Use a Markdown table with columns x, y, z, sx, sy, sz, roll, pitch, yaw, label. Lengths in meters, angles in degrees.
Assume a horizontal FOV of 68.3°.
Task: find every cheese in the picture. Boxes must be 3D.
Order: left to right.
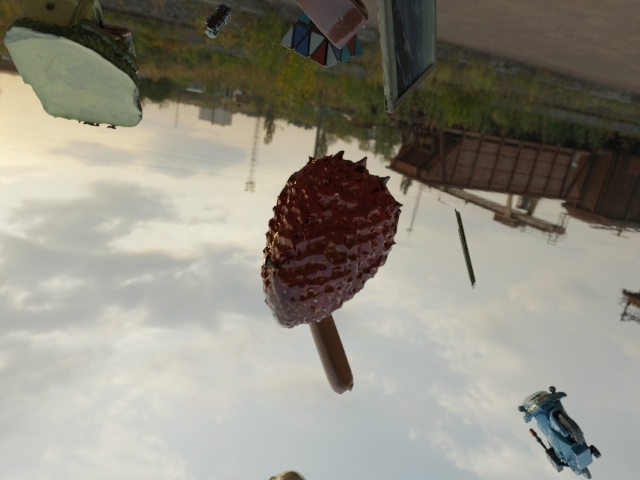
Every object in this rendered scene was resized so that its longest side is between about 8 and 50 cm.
| x | y | z | sx | sy | sz | roll | pitch | yaw | label |
| --- | --- | --- | --- | --- | --- | --- | --- | --- | --- |
| 0.044 | -0.612 | 1.258 | 0.203 | 0.128 | 0.177 | -9 | -112 | -56 | cheese |

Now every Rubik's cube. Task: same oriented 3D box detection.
| x | y | z | sx | sy | sz | roll | pitch | yaw | label |
| --- | --- | --- | --- | --- | --- | --- | --- | --- | --- |
| 0.024 | -0.628 | 1.443 | 0.284 | 0.250 | 0.234 | 9 | -127 | -8 | Rubik's cube |

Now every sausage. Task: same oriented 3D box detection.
| x | y | z | sx | sy | sz | roll | pitch | yaw | label |
| --- | --- | --- | --- | --- | --- | --- | --- | --- | --- |
| 0.031 | 0.340 | 1.489 | 0.086 | 0.289 | 0.086 | -18 | 173 | -2 | sausage |

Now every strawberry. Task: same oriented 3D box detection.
| x | y | z | sx | sy | sz | roll | pitch | yaw | label |
| --- | --- | --- | --- | --- | --- | --- | --- | --- | --- |
| -0.001 | -0.002 | 0.949 | 0.292 | 0.292 | 0.343 | 18 | -124 | 27 | strawberry |

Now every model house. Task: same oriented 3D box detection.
| x | y | z | sx | sy | sz | roll | pitch | yaw | label |
| --- | --- | --- | --- | --- | --- | --- | --- | --- | --- |
| -0.534 | -0.456 | 1.105 | 0.261 | 0.266 | 0.321 | 6 | 158 | -10 | model house |

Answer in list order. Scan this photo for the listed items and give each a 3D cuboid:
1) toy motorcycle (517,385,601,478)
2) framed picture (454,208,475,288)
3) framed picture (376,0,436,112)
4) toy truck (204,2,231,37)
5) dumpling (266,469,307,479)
| x | y | z | sx | sy | sz | roll | pitch | yaw | label |
| --- | --- | --- | --- | --- | --- | --- | --- | --- | --- |
| 0.594 | 0.478 | 1.176 | 0.123 | 0.272 | 0.182 | -32 | -147 | -1 | toy motorcycle |
| 0.420 | 0.032 | 1.363 | 0.017 | 0.217 | 0.274 | -13 | 170 | 16 | framed picture |
| 0.203 | -0.498 | 1.070 | 0.022 | 0.335 | 0.247 | 21 | -127 | 30 | framed picture |
| -0.260 | -0.556 | 1.199 | 0.039 | 0.083 | 0.044 | 29 | 160 | 0 | toy truck |
| -0.057 | 0.650 | 1.168 | 0.155 | 0.111 | 0.181 | 45 | -179 | -27 | dumpling |
